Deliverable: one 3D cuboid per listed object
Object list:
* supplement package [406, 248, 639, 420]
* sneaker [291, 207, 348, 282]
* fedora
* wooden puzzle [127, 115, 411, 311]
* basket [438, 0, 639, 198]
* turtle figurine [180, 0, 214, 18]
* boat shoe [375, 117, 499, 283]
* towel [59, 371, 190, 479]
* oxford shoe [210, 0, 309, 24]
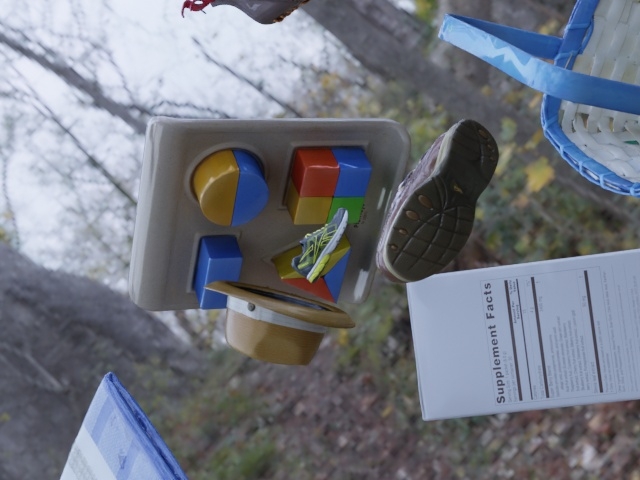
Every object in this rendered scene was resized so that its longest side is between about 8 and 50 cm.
[{"bbox_3d":[0.268,0.116,1.503,0.293,0.175,0.177,-8,-5,12],"label":"supplement package"},{"bbox_3d":[0.000,0.000,1.226,0.083,0.035,0.031,-61,-2,-16],"label":"sneaker"},{"bbox_3d":[-0.056,0.104,1.492,0.194,0.194,0.079,5,-81,-76],"label":"fedora"},{"bbox_3d":[-0.070,-0.018,1.658,0.348,0.080,0.322,1,-50,-16],"label":"wooden puzzle"},{"bbox_3d":[0.278,-0.149,1.138,0.255,0.289,0.201,-125,51,-63],"label":"basket"},{"bbox_3d":[-0.162,-0.374,1.494,0.175,0.118,0.234,-36,-51,9],"label":"turtle figurine"},{"bbox_3d":[0.092,-0.027,1.033,0.060,0.064,0.178,-29,23,51],"label":"boat shoe"},{"bbox_3d":[-0.191,0.293,1.134,0.034,0.209,0.285,0,-55,-41],"label":"towel"},{"bbox_3d":[-0.045,-0.414,1.966,0.130,0.364,0.132,-37,-49,-39],"label":"oxford shoe"}]
